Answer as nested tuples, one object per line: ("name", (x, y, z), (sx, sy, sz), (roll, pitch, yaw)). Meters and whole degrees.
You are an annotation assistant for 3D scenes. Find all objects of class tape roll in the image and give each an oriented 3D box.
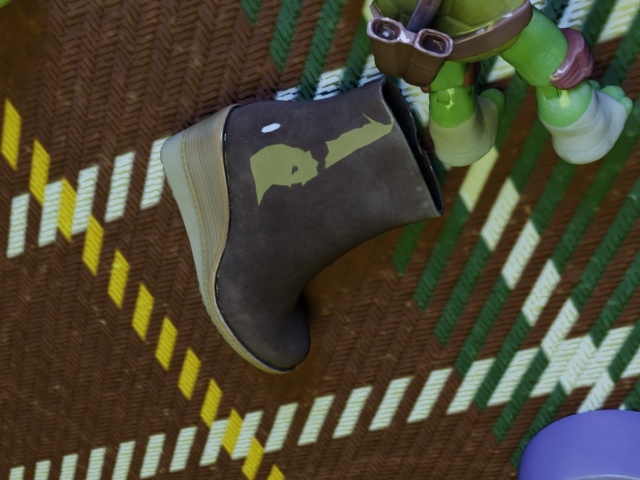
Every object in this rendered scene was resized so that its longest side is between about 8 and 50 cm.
("tape roll", (0.270, 0.247, 0.949), (0.189, 0.080, 0.189), (9, 129, 11))

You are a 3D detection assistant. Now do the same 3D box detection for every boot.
("boot", (0.000, 0.000, 0.839), (0.207, 0.090, 0.248), (-9, 119, 26))

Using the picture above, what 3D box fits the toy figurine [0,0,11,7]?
("toy figurine", (-0.421, -0.229, 0.748), (0.362, 0.191, 0.217), (-5, 119, 20))

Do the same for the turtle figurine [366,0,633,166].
("turtle figurine", (0.103, -0.184, 0.664), (0.197, 0.275, 0.266), (-26, 138, 8))
